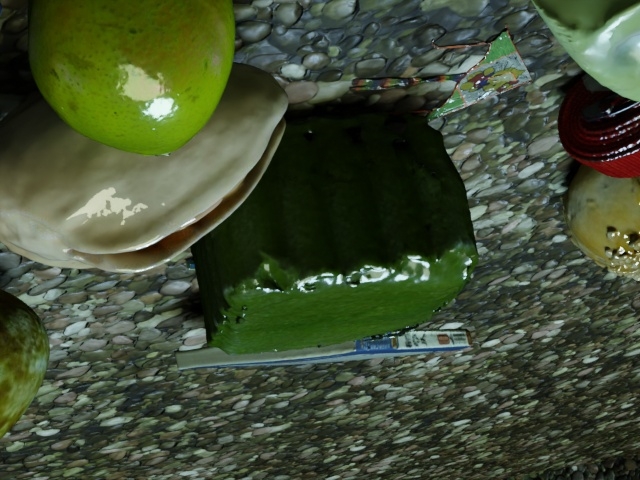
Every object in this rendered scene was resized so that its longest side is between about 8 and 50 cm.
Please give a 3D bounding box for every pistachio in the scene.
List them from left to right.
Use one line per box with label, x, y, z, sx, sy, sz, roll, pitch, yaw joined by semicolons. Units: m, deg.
pistachio;-0.180;-0.079;1.199;0.318;0.214;0.193;-25;157;-16

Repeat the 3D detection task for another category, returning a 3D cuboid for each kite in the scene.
kite;0.148;-0.187;1.425;0.244;0.006;0.198;-4;153;-27

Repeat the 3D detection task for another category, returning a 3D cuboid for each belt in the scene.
belt;0.387;-0.160;1.494;0.201;0.128;0.124;-30;154;29

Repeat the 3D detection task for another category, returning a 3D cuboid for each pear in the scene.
pear;-0.160;-0.182;1.023;0.188;0.187;0.219;-13;142;-10

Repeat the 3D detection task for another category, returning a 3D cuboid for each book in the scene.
book;0.018;0.166;1.887;0.300;0.039;0.428;-8;172;27

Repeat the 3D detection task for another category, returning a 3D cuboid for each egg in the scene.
egg;-0.465;0.158;1.485;0.289;0.238;0.238;-16;158;-27

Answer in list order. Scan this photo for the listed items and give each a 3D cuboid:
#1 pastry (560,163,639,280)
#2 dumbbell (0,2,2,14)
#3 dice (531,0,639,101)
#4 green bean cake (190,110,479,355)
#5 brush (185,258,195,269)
pastry;0.498;-0.040;1.756;0.284;0.184;0.316;-27;155;24
dumbbell;-0.380;-0.116;1.054;0.156;0.143;0.316;-6;154;-32
dice;0.299;-0.281;1.020;0.252;0.249;0.254;-33;151;32
green bean cake;0.000;0.000;1.508;0.335;0.218;0.319;-4;161;-13
brush;-0.147;0.033;1.693;0.084;0.016;0.013;4;137;-39
